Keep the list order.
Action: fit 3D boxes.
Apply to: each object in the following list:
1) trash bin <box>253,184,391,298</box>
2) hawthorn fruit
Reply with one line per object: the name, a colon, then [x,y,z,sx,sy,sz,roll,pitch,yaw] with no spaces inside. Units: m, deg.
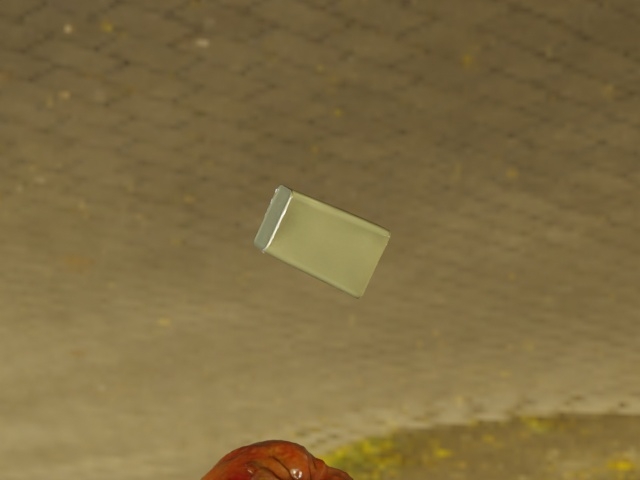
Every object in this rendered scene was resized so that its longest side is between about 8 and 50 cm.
trash bin: [0.000,0.000,1.397,0.092,0.061,0.043,24,-177,-23]
hawthorn fruit: [-0.045,0.263,1.492,0.179,0.173,0.173,-29,156,11]
